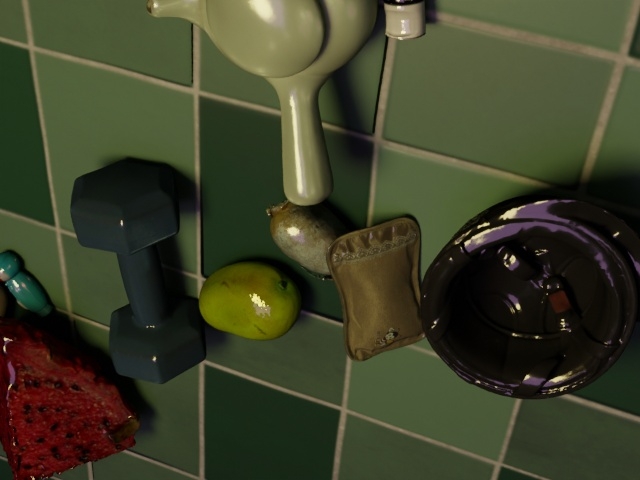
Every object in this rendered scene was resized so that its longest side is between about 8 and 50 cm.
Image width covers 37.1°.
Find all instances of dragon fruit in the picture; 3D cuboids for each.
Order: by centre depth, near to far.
[{"bbox_3d":[-0.460,0.261,1.577,0.302,0.240,0.330,-1,134,3],"label":"dragon fruit"}]

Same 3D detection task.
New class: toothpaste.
[{"bbox_3d":[0.083,-0.311,0.996,0.071,0.045,0.194,7,122,19],"label":"toothpaste"}]

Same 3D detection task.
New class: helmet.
[{"bbox_3d":[0.250,0.042,1.105,0.230,0.160,0.279,34,120,-2],"label":"helmet"}]

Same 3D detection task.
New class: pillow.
[{"bbox_3d":[0.078,0.069,1.263,0.130,0.033,0.218,-16,126,-10],"label":"pillow"}]

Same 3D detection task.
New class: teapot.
[{"bbox_3d":[-0.021,-0.214,1.047,0.220,0.149,0.318,-25,110,39],"label":"teapot"}]

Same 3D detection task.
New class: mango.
[{"bbox_3d":[-0.104,0.085,1.360,0.163,0.089,0.117,5,126,24],"label":"mango"}]

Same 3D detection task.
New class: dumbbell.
[{"bbox_3d":[-0.256,0.049,1.372,0.160,0.144,0.325,11,130,21],"label":"dumbbell"}]

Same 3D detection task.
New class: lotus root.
[{"bbox_3d":[-0.002,0.002,1.255,0.165,0.088,0.088,36,134,-19],"label":"lotus root"}]

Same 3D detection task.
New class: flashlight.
[{"bbox_3d":[-0.492,0.074,1.576,0.051,0.051,0.129,-19,120,36],"label":"flashlight"}]

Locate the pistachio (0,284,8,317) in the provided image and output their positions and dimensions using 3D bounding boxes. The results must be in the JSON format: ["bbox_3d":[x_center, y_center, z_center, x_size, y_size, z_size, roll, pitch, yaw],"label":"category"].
[{"bbox_3d":[-0.612,0.115,1.604,0.153,0.138,0.238,22,137,-15],"label":"pistachio"}]
